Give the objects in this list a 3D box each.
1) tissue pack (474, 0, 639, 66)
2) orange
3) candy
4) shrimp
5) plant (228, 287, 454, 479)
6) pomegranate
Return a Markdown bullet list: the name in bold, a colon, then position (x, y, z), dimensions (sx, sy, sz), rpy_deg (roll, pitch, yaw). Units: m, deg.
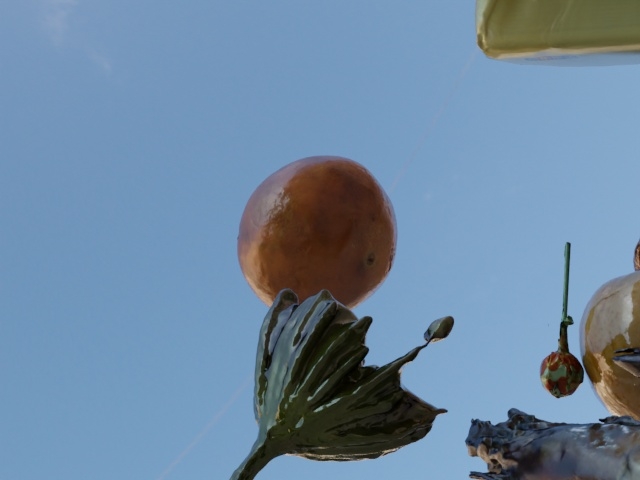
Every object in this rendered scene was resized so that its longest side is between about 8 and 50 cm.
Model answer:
- **tissue pack**: position (0.222, -0.164, 0.464), dimensions (0.159, 0.234, 0.125), rpy_deg (-16, -72, -54)
- **orange**: position (0.000, 0.000, 1.384), dimensions (0.283, 0.226, 0.284), rpy_deg (-19, -60, -37)
- **candy**: position (0.289, 0.094, 0.981), dimensions (0.055, 0.049, 0.185), rpy_deg (7, -94, -35)
- **shrimp**: position (0.301, 0.168, 0.798), dimensions (0.233, 0.365, 0.071), rpy_deg (-43, -72, -35)
- **plant**: position (-0.045, 0.179, 0.846), dimensions (0.333, 0.251, 0.180), rpy_deg (-26, -65, -36)
- **pomegranate**: position (0.403, 0.122, 0.963), dimensions (0.207, 0.207, 0.207), rpy_deg (-11, -67, -26)
